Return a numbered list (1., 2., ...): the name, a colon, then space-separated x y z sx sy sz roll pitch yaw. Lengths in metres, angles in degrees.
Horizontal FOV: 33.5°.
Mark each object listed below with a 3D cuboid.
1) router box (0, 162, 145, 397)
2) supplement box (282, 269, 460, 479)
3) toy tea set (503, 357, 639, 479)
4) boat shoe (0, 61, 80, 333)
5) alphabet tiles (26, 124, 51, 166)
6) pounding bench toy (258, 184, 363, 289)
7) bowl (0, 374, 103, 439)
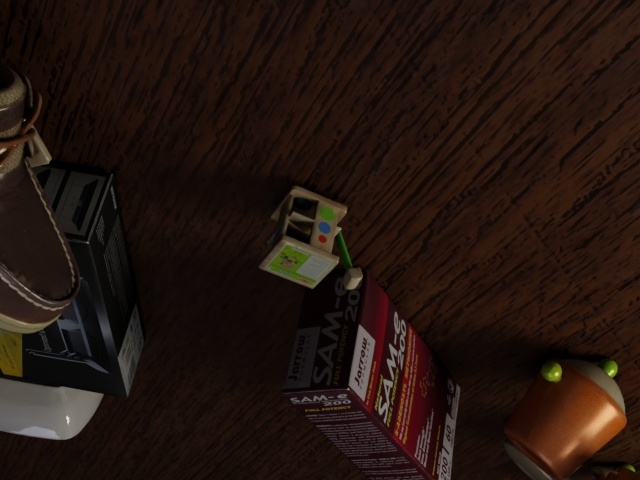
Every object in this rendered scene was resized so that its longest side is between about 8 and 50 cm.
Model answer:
1. router box: -0.311 0.035 1.042 0.243 0.081 0.309 10 146 3
2. supplement box: 0.058 0.147 1.046 0.073 0.130 0.239 -9 142 28
3. toy tea set: 0.296 0.223 1.105 0.200 0.124 0.336 40 172 18
4. boat shoe: -0.262 -0.080 0.754 0.123 0.123 0.342 -18 115 25
5. alphabet tiles: -0.328 -0.107 0.824 0.198 0.009 0.237 -10 124 19
6. pounding bench toy: 0.000 0.000 0.905 0.083 0.065 0.052 22 144 -15
7. bowl: -0.320 0.159 1.196 0.142 0.142 0.053 10 114 4
